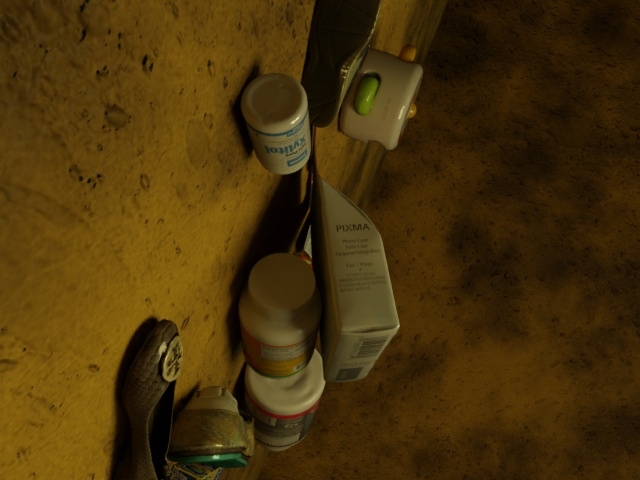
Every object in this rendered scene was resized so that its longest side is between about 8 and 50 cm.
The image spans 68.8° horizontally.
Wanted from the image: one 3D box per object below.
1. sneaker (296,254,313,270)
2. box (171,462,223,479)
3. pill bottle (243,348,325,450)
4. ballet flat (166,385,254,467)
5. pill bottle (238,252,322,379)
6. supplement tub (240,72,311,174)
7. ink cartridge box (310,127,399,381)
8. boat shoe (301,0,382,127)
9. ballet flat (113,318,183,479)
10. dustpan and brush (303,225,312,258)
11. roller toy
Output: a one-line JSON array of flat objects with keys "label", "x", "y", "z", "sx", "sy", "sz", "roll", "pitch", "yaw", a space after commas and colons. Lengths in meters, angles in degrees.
[{"label": "sneaker", "x": -0.053, "y": 0.091, "z": 1.030, "sx": 0.279, "sy": 0.107, "sz": 0.118, "roll": 25, "pitch": 68, "yaw": -85}, {"label": "box", "x": -0.220, "y": 0.421, "z": 0.819, "sx": 0.169, "sy": 0.054, "sz": 0.059, "roll": 87, "pitch": 26, "yaw": -72}, {"label": "pill bottle", "x": -0.094, "y": 0.378, "z": 1.101, "sx": 0.319, "sy": 0.176, "sz": 0.176, "roll": 102, "pitch": 12, "yaw": -47}, {"label": "ballet flat", "x": -0.163, "y": 0.288, "z": 0.727, "sx": 0.348, "sy": 0.123, "sz": 0.123, "roll": 93, "pitch": 20, "yaw": -63}, {"label": "pill bottle", "x": -0.068, "y": 0.130, "z": 0.791, "sx": 0.246, "sy": 0.136, "sz": 0.136, "roll": 99, "pitch": 14, "yaw": -54}, {"label": "supplement tub", "x": -0.047, "y": -0.128, "z": 0.526, "sx": 0.107, "sy": 0.071, "sz": 0.071, "roll": 82, "pitch": 30, "yaw": -71}, {"label": "ink cartridge box", "x": 0.037, "y": 0.024, "z": 0.828, "sx": 0.308, "sy": 0.091, "sz": 0.385, "roll": 96, "pitch": -10, "yaw": -62}, {"label": "boat shoe", "x": 0.026, "y": -0.269, "z": 0.650, "sx": 0.073, "sy": 0.080, "sz": 0.224, "roll": -67, "pitch": 179, "yaw": -53}, {"label": "ballet flat", "x": -0.179, "y": 0.196, "z": 0.513, "sx": 0.084, "sy": 0.058, "sz": 0.250, "roll": -51, "pitch": 160, "yaw": -66}, {"label": "dustpan and brush", "x": 0.000, "y": 0.000, "z": 1.142, "sx": 0.211, "sy": 0.060, "sz": 0.147, "roll": 103, "pitch": 3, "yaw": -69}, {"label": "roller toy", "x": 0.139, "y": -0.303, "z": 1.017, "sx": 0.191, "sy": 0.146, "sz": 0.209, "roll": 98, "pitch": 15, "yaw": -59}]
